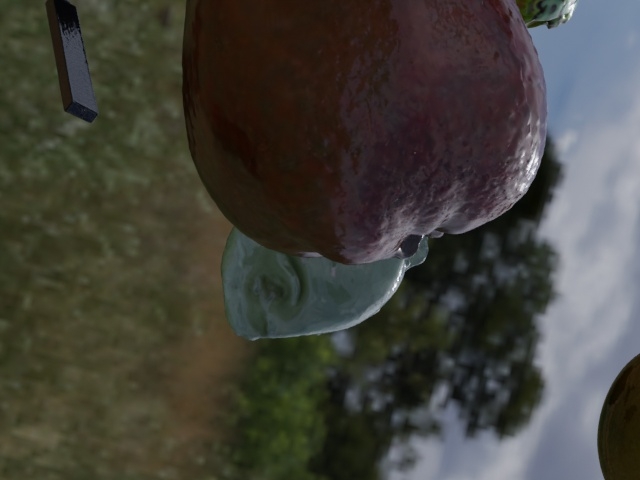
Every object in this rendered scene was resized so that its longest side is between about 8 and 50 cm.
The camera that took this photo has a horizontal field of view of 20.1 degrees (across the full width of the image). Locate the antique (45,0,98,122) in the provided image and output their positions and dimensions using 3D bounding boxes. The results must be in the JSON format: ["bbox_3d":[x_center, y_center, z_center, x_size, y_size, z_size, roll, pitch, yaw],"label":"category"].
[{"bbox_3d":[-0.230,-0.169,1.666,0.015,0.031,0.192,-48,-146,22],"label":"antique"}]

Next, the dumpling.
[{"bbox_3d":[-0.003,0.009,1.614,0.152,0.219,0.108,62,-29,6],"label":"dumpling"}]

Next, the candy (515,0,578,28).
[{"bbox_3d":[0.083,-0.259,1.463,0.091,0.305,0.083,-24,139,-45],"label":"candy"}]

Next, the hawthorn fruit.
[{"bbox_3d":[0.019,-0.121,1.028,0.210,0.211,0.262,-104,-173,-82],"label":"hawthorn fruit"}]

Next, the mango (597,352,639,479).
[{"bbox_3d":[0.251,0.143,1.291,0.089,0.111,0.163,-79,-173,-57],"label":"mango"}]
